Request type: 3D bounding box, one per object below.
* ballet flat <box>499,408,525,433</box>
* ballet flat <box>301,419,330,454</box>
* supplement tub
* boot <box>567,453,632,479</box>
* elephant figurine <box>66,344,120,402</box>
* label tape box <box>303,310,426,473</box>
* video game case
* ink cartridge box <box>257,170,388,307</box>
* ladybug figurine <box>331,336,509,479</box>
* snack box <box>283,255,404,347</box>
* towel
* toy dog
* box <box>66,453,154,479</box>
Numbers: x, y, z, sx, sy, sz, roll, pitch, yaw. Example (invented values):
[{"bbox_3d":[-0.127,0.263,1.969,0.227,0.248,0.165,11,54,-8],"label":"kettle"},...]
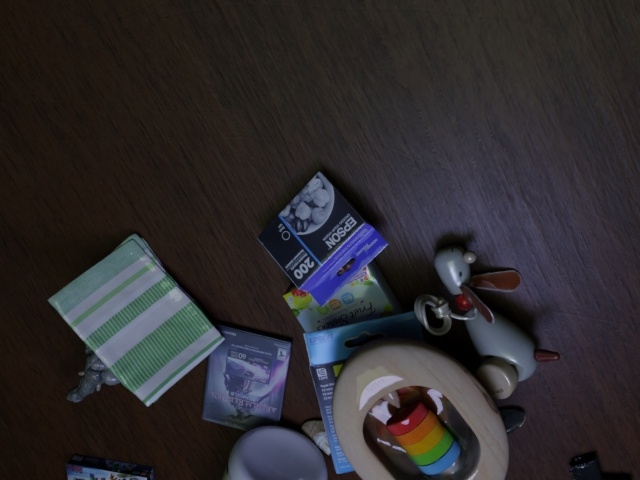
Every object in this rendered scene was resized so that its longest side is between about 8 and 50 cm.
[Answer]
[{"bbox_3d":[0.384,0.426,1.586,0.173,0.049,0.058,-30,58,19],"label":"ballet flat"},{"bbox_3d":[0.049,0.481,1.660,0.206,0.067,0.073,11,115,9],"label":"ballet flat"},{"bbox_3d":[-0.134,0.629,1.656,0.235,0.235,0.325,22,119,4],"label":"supplement tub"},{"bbox_3d":[0.623,0.522,1.562,0.121,0.045,0.099,-23,101,20],"label":"boot"},{"bbox_3d":[-0.503,0.279,1.675,0.239,0.185,0.170,-33,66,57],"label":"elephant figurine"},{"bbox_3d":[0.115,0.314,1.528,0.249,0.115,0.348,-13,107,1],"label":"label tape box"},{"bbox_3d":[-0.179,0.337,1.683,0.195,0.026,0.275,12,111,8],"label":"video game case"},{"bbox_3d":[0.000,0.000,1.465,0.206,0.045,0.208,-46,76,16],"label":"ink cartridge box"},{"bbox_3d":[0.199,0.368,1.407,0.305,0.162,0.449,-32,107,7],"label":"ladybug figurine"},{"bbox_3d":[0.052,0.138,1.534,0.207,0.070,0.175,-26,102,21],"label":"snack box"},{"bbox_3d":[-0.405,0.176,1.576,0.248,0.038,0.325,-41,91,-22],"label":"towel"},{"bbox_3d":[0.362,0.160,1.415,0.161,0.220,0.334,-27,113,43],"label":"toy dog"},{"bbox_3d":[-0.559,0.669,1.878,0.232,0.044,0.159,6,110,11],"label":"box"}]
